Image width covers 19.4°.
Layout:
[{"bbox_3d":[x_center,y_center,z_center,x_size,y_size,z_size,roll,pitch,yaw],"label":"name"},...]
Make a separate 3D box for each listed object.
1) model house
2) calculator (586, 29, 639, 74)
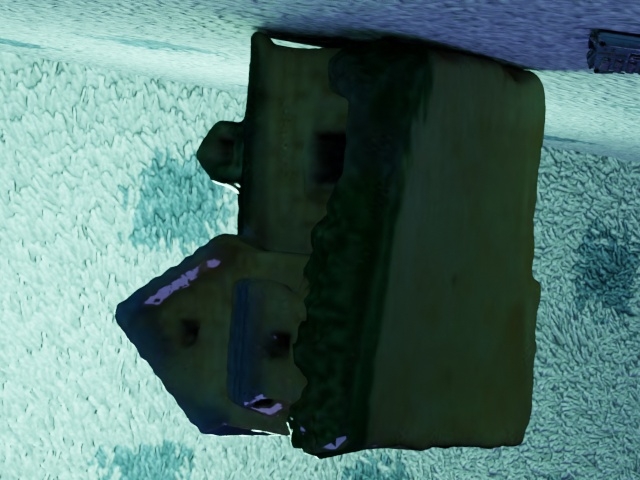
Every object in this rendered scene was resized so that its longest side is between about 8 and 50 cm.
[{"bbox_3d":[0.000,0.000,1.776,0.343,0.382,0.335,7,180,36],"label":"model house"},{"bbox_3d":[0.226,-0.139,1.394,0.057,0.018,0.172,7,180,7],"label":"calculator"}]
